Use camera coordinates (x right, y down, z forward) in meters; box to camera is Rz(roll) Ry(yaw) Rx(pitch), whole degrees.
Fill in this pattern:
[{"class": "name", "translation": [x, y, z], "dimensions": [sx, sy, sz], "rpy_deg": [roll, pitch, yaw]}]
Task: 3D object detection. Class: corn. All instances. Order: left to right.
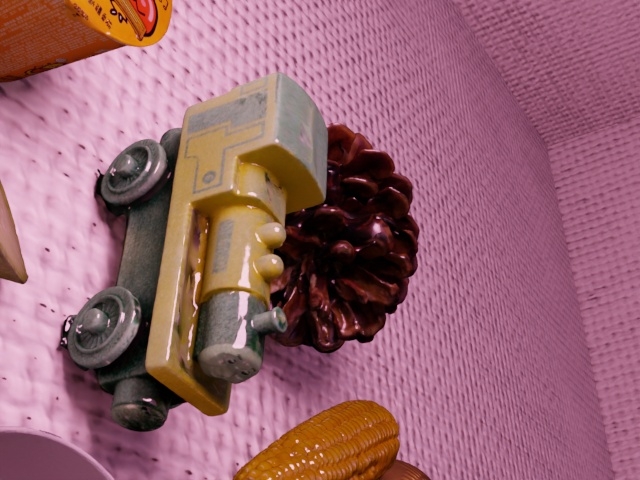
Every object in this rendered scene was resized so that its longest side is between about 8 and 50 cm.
[{"class": "corn", "translation": [0.004, 0.282, 1.171], "dimensions": [0.363, 0.120, 0.120], "rpy_deg": [-14, 86, -64]}]

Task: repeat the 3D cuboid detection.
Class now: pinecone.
[{"class": "pinecone", "translation": [0.005, 0.001, 1.210], "dimensions": [0.295, 0.242, 0.298], "rpy_deg": [-82, 151, -48]}]

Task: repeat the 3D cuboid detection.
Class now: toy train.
[{"class": "toy train", "translation": [-0.116, 0.015, 0.952], "dimensions": [0.150, 0.237, 0.368], "rpy_deg": [49, 33, -45]}]

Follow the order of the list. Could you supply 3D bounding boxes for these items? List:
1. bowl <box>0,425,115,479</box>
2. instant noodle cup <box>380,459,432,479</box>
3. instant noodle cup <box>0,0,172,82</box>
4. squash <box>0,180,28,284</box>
[{"class": "bowl", "translation": [-0.244, 0.276, 0.616], "dimensions": [0.287, 0.144, 0.286], "rpy_deg": [45, 35, -46]}, {"class": "instant noodle cup", "translation": [0.143, 0.436, 1.386], "dimensions": [0.274, 0.091, 0.274], "rpy_deg": [46, 34, -44]}, {"class": "instant noodle cup", "translation": [-0.271, -0.255, 0.888], "dimensions": [0.216, 0.172, 0.215], "rpy_deg": [46, 35, -45]}, {"class": "squash", "translation": [-0.284, -0.081, 0.728], "dimensions": [0.260, 0.189, 0.189], "rpy_deg": [28, 49, -51]}]
